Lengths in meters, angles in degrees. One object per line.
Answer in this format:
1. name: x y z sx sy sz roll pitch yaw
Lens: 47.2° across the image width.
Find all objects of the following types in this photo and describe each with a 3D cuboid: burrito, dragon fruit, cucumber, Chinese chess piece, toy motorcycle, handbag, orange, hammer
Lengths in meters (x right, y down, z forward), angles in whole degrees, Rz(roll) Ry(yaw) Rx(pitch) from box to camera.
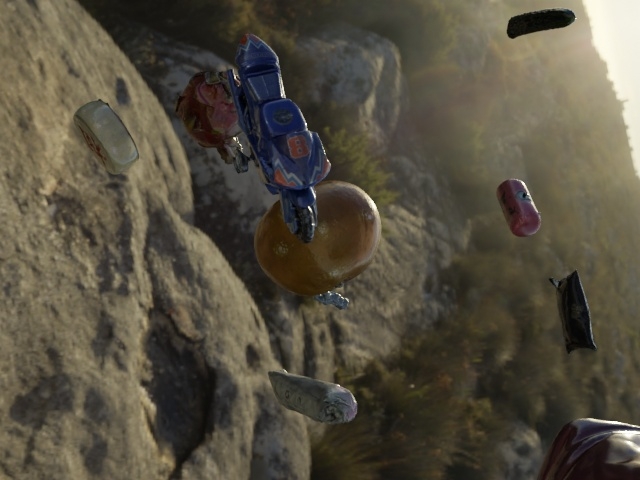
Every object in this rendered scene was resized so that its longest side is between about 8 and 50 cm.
1. burrito: -0.017 0.232 1.086 0.064 0.203 0.064 0 90 -33
2. dragon fruit: -0.179 -0.207 1.294 0.125 0.125 0.246 -55 160 -17
3. cucumber: 0.546 -0.542 1.817 0.052 0.215 0.058 -38 112 -19
4. Chinese chess piece: -0.342 -0.164 1.168 0.051 0.122 0.122 -36 119 -21
5. toy motorcycle: -0.042 -0.099 0.724 0.114 0.076 0.205 103 -32 -59
6. handbag: 0.296 0.245 0.623 0.225 0.135 0.146 16 91 -20
7. orange: 0.000 0.000 0.876 0.156 0.156 0.124 16 52 -64
8. hammer: 0.246 -0.042 0.909 0.083 0.043 0.043 -97 159 -46

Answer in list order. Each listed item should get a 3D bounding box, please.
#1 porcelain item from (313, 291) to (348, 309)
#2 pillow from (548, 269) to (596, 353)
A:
1. porcelain item: 0.017 0.110 1.408 0.083 0.036 0.028 31 39 -37
2. pillow: 0.467 0.133 1.355 0.090 0.048 0.150 67 13 -78
